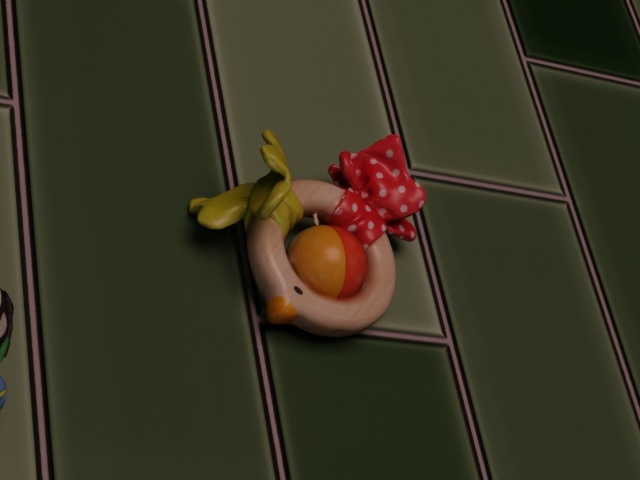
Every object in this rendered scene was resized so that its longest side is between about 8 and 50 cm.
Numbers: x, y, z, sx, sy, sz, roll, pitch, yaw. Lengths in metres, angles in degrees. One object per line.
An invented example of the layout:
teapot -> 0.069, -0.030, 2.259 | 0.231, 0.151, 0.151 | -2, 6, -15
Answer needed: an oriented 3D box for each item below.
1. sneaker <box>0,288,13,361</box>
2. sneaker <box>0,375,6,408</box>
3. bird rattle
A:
sneaker -> -0.388, 0.073, 1.112 | 0.343, 0.146, 0.134 | -9, 36, -27
sneaker -> -0.337, 0.145, 1.210 | 0.078, 0.067, 0.188 | 34, 41, 27
bird rattle -> 0.000, 0.000, 1.524 | 0.253, 0.143, 0.207 | 10, 61, -42
